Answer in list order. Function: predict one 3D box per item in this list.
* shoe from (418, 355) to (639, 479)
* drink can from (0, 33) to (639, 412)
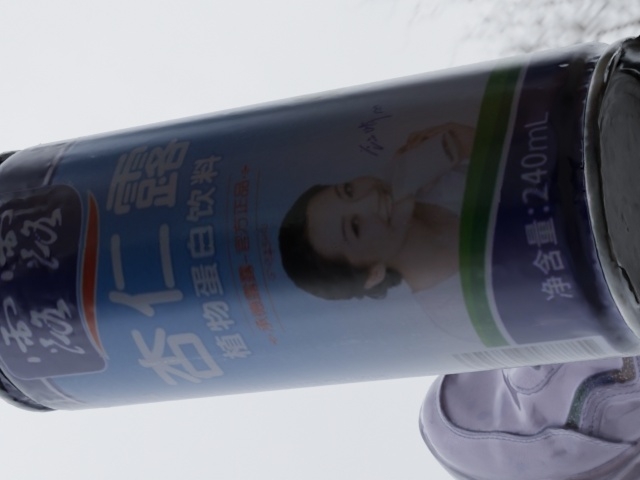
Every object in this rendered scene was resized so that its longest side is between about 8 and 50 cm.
[{"bbox_3d":[0.127,0.031,0.800,0.137,0.245,0.095,49,-142,-26],"label":"shoe"},{"bbox_3d":[0.000,0.000,0.605,0.097,0.235,0.097,19,-113,-56],"label":"drink can"}]
